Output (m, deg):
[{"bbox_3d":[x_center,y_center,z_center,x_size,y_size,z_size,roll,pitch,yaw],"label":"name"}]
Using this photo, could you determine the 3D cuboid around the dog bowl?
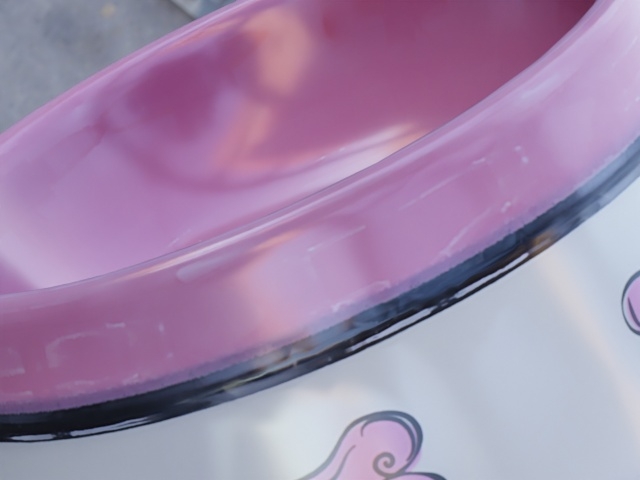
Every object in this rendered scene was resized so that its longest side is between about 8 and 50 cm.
[{"bbox_3d":[0.000,0.000,0.804,0.150,0.408,0.408,66,33,-21],"label":"dog bowl"}]
